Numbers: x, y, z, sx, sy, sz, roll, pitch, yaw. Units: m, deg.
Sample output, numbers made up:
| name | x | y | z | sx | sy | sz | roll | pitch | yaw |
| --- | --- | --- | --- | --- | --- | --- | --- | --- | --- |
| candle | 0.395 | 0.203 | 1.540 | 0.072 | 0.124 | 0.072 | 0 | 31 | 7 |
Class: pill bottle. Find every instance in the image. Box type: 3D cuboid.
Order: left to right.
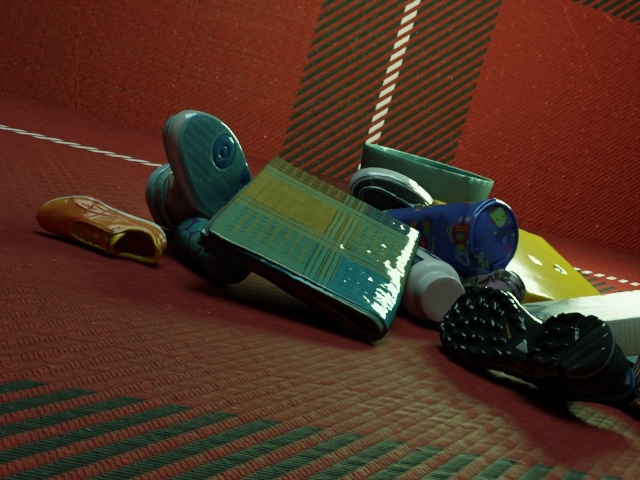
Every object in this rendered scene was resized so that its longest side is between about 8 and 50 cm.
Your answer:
| name | x | y | z | sx | sy | sz | roll | pitch | yaw |
| --- | --- | --- | --- | --- | --- | --- | --- | --- | --- |
| pill bottle | 0.155 | 0.067 | 1.701 | 0.094 | 0.094 | 0.169 | 14 | 8 | -17 |

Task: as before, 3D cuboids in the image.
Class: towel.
| name | x | y | z | sx | sy | sz | roll | pitch | yaw |
| --- | --- | --- | --- | --- | --- | --- | --- | --- | --- |
| towel | 0.000 | 0.000 | 1.579 | 0.271 | 0.040 | 0.370 | 29 | 22 | 1 |

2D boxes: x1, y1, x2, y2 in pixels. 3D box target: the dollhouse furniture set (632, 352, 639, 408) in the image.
| name | x | y | z | sx | sy | sz | roll | pitch | yaw |
| --- | --- | --- | --- | --- | --- | --- | --- | --- | --- |
| dollhouse furniture set | 0.595 | 0.181 | 1.490 | 0.374 | 0.201 | 0.152 | 20 | 5 | -23 |

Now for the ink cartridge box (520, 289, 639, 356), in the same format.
| name | x | y | z | sx | sy | sz | roll | pitch | yaw |
| --- | --- | --- | --- | --- | --- | --- | --- | --- | --- |
| ink cartridge box | 0.452 | 0.119 | 1.642 | 0.332 | 0.065 | 0.165 | -6 | 9 | -3 |

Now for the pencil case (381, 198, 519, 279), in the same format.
| name | x | y | z | sx | sy | sz | roll | pitch | yaw |
| --- | --- | --- | --- | --- | --- | --- | --- | --- | --- |
| pencil case | 0.188 | 0.006 | 1.861 | 0.119 | 0.133 | 0.306 | -9 | 4 | -38 |

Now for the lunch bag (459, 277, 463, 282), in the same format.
| name | x | y | z | sx | sy | sz | roll | pitch | yaw |
| --- | --- | --- | --- | --- | --- | --- | --- | --- | --- |
| lunch bag | 0.225 | 0.063 | 1.966 | 0.083 | 0.071 | 0.053 | 19 | 4 | 25 |

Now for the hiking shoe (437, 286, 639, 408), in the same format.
| name | x | y | z | sx | sy | sz | roll | pitch | yaw |
| --- | --- | --- | --- | --- | --- | --- | --- | --- | --- |
| hiking shoe | 0.269 | 0.149 | 1.446 | 0.132 | 0.113 | 0.304 | 47 | -15 | -29 |

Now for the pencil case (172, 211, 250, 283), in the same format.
| name | x | y | z | sx | sy | sz | roll | pitch | yaw |
| --- | --- | --- | --- | --- | --- | --- | --- | --- | --- |
| pencil case | -0.149 | 0.011 | 1.568 | 0.070 | 0.064 | 0.151 | -25 | 27 | -21 |

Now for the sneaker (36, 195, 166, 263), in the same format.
| name | x | y | z | sx | sy | sz | roll | pitch | yaw |
| --- | --- | --- | --- | --- | --- | --- | --- | --- | --- |
| sneaker | -0.289 | -0.016 | 1.492 | 0.175 | 0.064 | 0.067 | 13 | 18 | -4 |

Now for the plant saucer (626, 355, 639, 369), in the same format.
| name | x | y | z | sx | sy | sz | roll | pitch | yaw |
| --- | --- | --- | --- | --- | --- | --- | --- | --- | --- |
| plant saucer | 0.530 | 0.211 | 1.678 | 0.195 | 0.037 | 0.195 | 16 | 8 | -2 |

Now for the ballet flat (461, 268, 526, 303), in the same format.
| name | x | y | z | sx | sy | sz | roll | pitch | yaw |
| --- | --- | --- | --- | --- | --- | --- | --- | --- | --- |
| ballet flat | 0.237 | 0.094 | 1.714 | 0.079 | 0.077 | 0.221 | -31 | -2 | -17 |

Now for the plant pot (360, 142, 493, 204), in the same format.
| name | x | y | z | sx | sy | sz | roll | pitch | yaw |
| --- | --- | --- | --- | --- | --- | --- | --- | --- | --- |
| plant pot | 0.208 | -0.077 | 2.446 | 0.290 | 0.195 | 0.290 | 16 | 8 | -2 |

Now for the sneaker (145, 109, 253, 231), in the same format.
| name | x | y | z | sx | sy | sz | roll | pitch | yaw |
| --- | --- | --- | --- | --- | --- | --- | --- | --- | --- |
| sneaker | -0.209 | -0.091 | 1.717 | 0.208 | 0.127 | 0.319 | 15 | -28 | 30 |

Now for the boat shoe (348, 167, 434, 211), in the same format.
| name | x | y | z | sx | sy | sz | roll | pitch | yaw |
| --- | --- | --- | --- | --- | --- | --- | --- | --- | --- |
| boat shoe | 0.175 | -0.013 | 2.075 | 0.306 | 0.113 | 0.105 | 42 | 28 | -12 |

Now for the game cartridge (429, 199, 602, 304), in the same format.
| name | x | y | z | sx | sy | sz | roll | pitch | yaw |
| --- | --- | --- | --- | --- | --- | --- | --- | --- | --- |
| game cartridge | 0.367 | 0.055 | 2.016 | 0.323 | 0.053 | 0.285 | 15 | 25 | -40 |
